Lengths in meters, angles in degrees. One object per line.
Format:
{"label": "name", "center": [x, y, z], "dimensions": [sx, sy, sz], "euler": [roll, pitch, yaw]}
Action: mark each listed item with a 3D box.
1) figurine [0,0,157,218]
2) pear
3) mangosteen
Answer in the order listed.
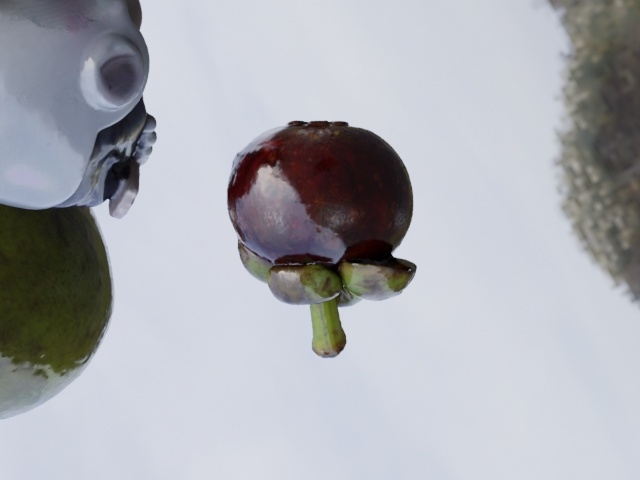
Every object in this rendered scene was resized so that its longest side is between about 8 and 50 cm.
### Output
{"label": "figurine", "center": [-0.256, -0.187, 1.347], "dimensions": [0.361, 0.211, 0.253], "euler": [86, 161, -48]}
{"label": "pear", "center": [-0.398, 0.032, 1.849], "dimensions": [0.413, 0.352, 0.352], "euler": [90, 155, -73]}
{"label": "mangosteen", "center": [-0.007, -0.007, 1.319], "dimensions": [0.146, 0.181, 0.156], "euler": [23, 170, -39]}
